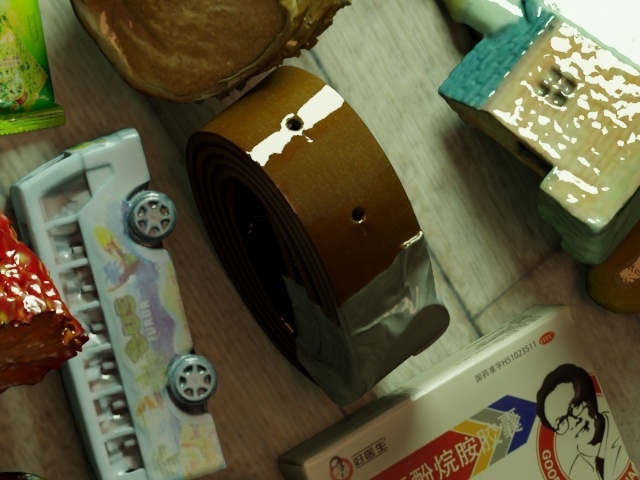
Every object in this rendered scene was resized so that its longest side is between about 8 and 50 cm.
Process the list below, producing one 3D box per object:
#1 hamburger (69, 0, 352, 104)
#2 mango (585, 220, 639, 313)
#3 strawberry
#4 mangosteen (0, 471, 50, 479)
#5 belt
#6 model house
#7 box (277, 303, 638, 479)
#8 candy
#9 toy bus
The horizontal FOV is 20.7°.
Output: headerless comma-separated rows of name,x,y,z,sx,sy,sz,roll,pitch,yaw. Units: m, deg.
hamburger,-0.092,-0.248,1.592,0.260,0.211,0.245,5,115,9
mango,0.363,0.019,1.908,0.111,0.089,0.163,40,82,-9
strawberry,-0.334,0.046,1.519,0.234,0.234,0.178,-4,64,-27
mangosteen,-0.264,0.281,1.532,0.172,0.184,0.172,16,65,-38
belt,0.000,0.000,1.635,0.122,0.217,0.338,-40,133,-22
model house,0.244,-0.180,1.829,0.325,0.194,0.267,39,83,12
box,0.150,0.237,1.809,0.353,0.069,0.214,-28,102,-26
candy,-0.294,-0.186,1.605,0.102,0.032,0.178,-12,94,-27
toy bus,-0.185,0.068,1.622,0.136,0.109,0.329,-16,96,-15
